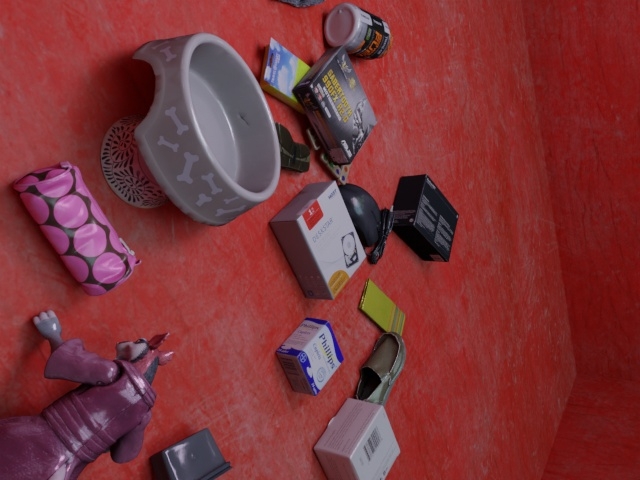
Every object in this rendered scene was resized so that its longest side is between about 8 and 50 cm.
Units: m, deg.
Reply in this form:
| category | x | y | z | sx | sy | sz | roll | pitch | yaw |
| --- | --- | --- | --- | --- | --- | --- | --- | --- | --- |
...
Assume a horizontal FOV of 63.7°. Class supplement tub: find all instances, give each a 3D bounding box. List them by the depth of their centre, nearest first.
| category | x | y | z | sx | sy | sz | roll | pitch | yaw |
| --- | --- | --- | --- | --- | --- | --- | --- | --- | --- |
| supplement tub | 0.108 | -0.554 | 1.383 | 0.190 | 0.117 | 0.117 | -6 | 94 | -50 |

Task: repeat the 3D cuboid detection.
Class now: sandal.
| category | x | y | z | sx | sy | sz | roll | pitch | yaw |
| --- | --- | --- | --- | --- | --- | --- | --- | --- | --- |
| sandal | -0.090 | -0.209 | 1.186 | 0.219 | 0.060 | 0.090 | 9 | 88 | -65 |

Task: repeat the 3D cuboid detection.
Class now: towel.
| category | x | y | z | sx | sy | sz | roll | pitch | yaw |
| --- | --- | --- | --- | --- | --- | --- | --- | --- | --- |
| towel | 0.187 | 0.214 | 1.546 | 0.237 | 0.021 | 0.102 | 45 | 51 | -40 |

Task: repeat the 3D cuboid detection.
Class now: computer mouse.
| category | x | y | z | sx | sy | sz | roll | pitch | yaw |
| --- | --- | --- | --- | --- | --- | --- | --- | --- | --- |
| computer mouse | 0.135 | -0.066 | 1.442 | 0.272 | 0.072 | 0.188 | 39 | 61 | -43 |

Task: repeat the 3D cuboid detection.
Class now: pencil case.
| category | x | y | z | sx | sy | sz | roll | pitch | yaw |
| --- | --- | --- | --- | --- | --- | --- | --- | --- | --- |
| pencil case | -0.373 | -0.021 | 0.802 | 0.098 | 0.095 | 0.209 | -29 | 118 | -10 |

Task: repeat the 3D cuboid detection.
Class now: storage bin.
| category | x | y | z | sx | sy | sz | roll | pitch | yaw |
| --- | --- | --- | --- | --- | --- | --- | --- | --- | --- |
| storage bin | -0.248 | 0.417 | 0.958 | 0.135 | 0.098 | 0.091 | -11 | 70 | -50 |

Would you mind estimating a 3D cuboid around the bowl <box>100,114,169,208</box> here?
| category | x | y | z | sx | sy | sz | roll | pitch | yaw |
| --- | --- | --- | --- | --- | --- | --- | --- | --- | --- |
| bowl | -0.290 | -0.143 | 0.914 | 0.170 | 0.080 | 0.170 | 1 | 89 | -50 |

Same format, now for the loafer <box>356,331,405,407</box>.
| category | x | y | z | sx | sy | sz | roll | pitch | yaw |
| --- | --- | --- | --- | --- | --- | --- | --- | --- | --- |
| loafer | 0.169 | 0.367 | 1.458 | 0.087 | 0.094 | 0.251 | 49 | 53 | -44 |

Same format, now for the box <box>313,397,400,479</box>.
| category | x | y | z | sx | sy | sz | roll | pitch | yaw |
| --- | --- | --- | --- | --- | --- | --- | --- | --- | --- |
| box | 0.099 | 0.548 | 1.349 | 0.181 | 0.119 | 0.182 | -44 | 123 | -42 |

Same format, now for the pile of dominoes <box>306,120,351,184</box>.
| category | x | y | z | sx | sy | sz | roll | pitch | yaw |
| --- | --- | --- | --- | --- | --- | --- | --- | --- | --- |
| pile of dominoes | 0.054 | -0.303 | 1.358 | 0.196 | 0.040 | 0.251 | 44 | 52 | -41 |

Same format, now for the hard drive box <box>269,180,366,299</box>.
| category | x | y | z | sx | sy | sz | roll | pitch | yaw |
| --- | --- | --- | --- | --- | --- | --- | --- | --- | --- |
| hard drive box | 0.000 | 0.000 | 1.262 | 0.181 | 0.089 | 0.232 | -50 | 125 | -40 |

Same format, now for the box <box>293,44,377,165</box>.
| category | x | y | z | sx | sy | sz | roll | pitch | yaw |
| --- | --- | --- | --- | --- | --- | --- | --- | --- | --- |
| box | 0.045 | -0.332 | 1.284 | 0.183 | 0.056 | 0.231 | -57 | 132 | -32 |

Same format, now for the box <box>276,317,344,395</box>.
| category | x | y | z | sx | sy | sz | roll | pitch | yaw |
| --- | --- | --- | --- | --- | --- | --- | --- | --- | --- |
| box | -0.022 | 0.278 | 1.242 | 0.137 | 0.072 | 0.126 | -44 | 123 | -43 |

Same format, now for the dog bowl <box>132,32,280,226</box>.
| category | x | y | z | sx | sy | sz | roll | pitch | yaw |
| --- | --- | --- | --- | --- | --- | --- | --- | --- | --- |
| dog bowl | -0.187 | -0.205 | 0.932 | 0.349 | 0.102 | 0.349 | 47 | 35 | -49 |

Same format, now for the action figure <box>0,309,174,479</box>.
| category | x | y | z | sx | sy | sz | roll | pitch | yaw |
| --- | --- | --- | --- | --- | --- | --- | --- | --- | --- |
| action figure | -0.346 | 0.257 | 0.707 | 0.370 | 0.276 | 0.248 | -43 | 117 | -26 |

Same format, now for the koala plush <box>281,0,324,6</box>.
| category | x | y | z | sx | sy | sz | roll | pitch | yaw |
| --- | --- | --- | --- | --- | --- | --- | --- | --- | --- |
| koala plush | 0.014 | -0.653 | 1.186 | 0.203 | 0.221 | 0.196 | -1 | 90 | -51 |

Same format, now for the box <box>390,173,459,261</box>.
| category | x | y | z | sx | sy | sz | roll | pitch | yaw |
| --- | --- | --- | --- | --- | --- | --- | --- | --- | --- |
| box | 0.340 | -0.067 | 1.673 | 0.261 | 0.103 | 0.184 | 39 | 63 | -43 |

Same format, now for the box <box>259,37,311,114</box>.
| category | x | y | z | sx | sy | sz | roll | pitch | yaw |
| --- | --- | --- | --- | --- | --- | --- | --- | --- | --- |
| box | -0.076 | -0.381 | 1.210 | 0.178 | 0.042 | 0.109 | 19 | 74 | -50 |
